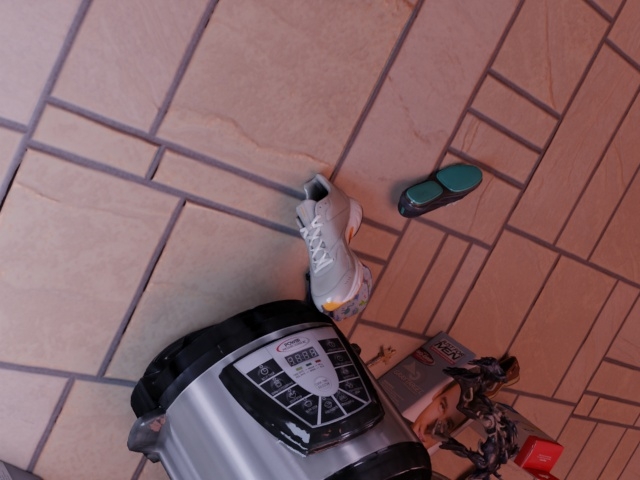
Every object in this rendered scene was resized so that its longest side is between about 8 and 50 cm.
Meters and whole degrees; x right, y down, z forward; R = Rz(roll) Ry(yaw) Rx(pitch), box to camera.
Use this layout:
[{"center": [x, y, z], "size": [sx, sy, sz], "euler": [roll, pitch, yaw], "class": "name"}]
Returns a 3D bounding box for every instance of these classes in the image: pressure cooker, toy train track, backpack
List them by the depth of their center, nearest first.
[{"center": [-0.079, 0.301, 1.354], "size": [0.375, 0.420, 0.370], "euler": [-39, 151, 3], "class": "pressure cooker"}, {"center": [0.043, 0.088, 1.551], "size": [0.114, 0.084, 0.105], "euler": [-26, 130, -28], "class": "backpack"}, {"center": [0.118, 0.245, 1.747], "size": [0.083, 0.014, 0.048], "euler": [-26, 135, -17], "class": "toy train track"}]

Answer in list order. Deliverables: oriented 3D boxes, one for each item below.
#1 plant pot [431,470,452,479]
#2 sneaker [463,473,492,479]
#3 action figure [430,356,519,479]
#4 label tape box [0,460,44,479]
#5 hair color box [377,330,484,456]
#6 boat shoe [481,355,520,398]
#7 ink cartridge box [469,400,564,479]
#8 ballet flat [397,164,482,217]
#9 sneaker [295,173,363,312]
[{"center": [0.196, 0.715, 1.895], "size": [0.323, 0.323, 0.280], "euler": [-29, 144, -23], "class": "plant pot"}, {"center": [0.409, 0.677, 2.179], "size": [0.095, 0.090, 0.235], "euler": [-28, 125, -8], "class": "sneaker"}, {"center": [0.324, 0.378, 1.743], "size": [0.164, 0.141, 0.275], "euler": [-18, 108, -32], "class": "action figure"}, {"center": [-0.588, 0.416, 1.219], "size": [0.249, 0.115, 0.348], "euler": [-50, 135, -4], "class": "label tape box"}, {"center": [0.173, 0.382, 1.796], "size": [0.374, 0.114, 0.185], "euler": [-34, 130, -20], "class": "hair color box"}, {"center": [0.399, 0.319, 1.978], "size": [0.178, 0.064, 0.060], "euler": [-20, 120, -37], "class": "boat shoe"}, {"center": [0.475, 0.473, 2.002], "size": [0.134, 0.231, 0.078], "euler": [22, 99, -43], "class": "ink cartridge box"}, {"center": [0.223, -0.090, 1.612], "size": [0.203, 0.074, 0.074], "euler": [-23, 126, -34], "class": "ballet flat"}, {"center": [0.000, 0.000, 1.391], "size": [0.099, 0.262, 0.121], "euler": [-28, 128, 25], "class": "sneaker"}]
